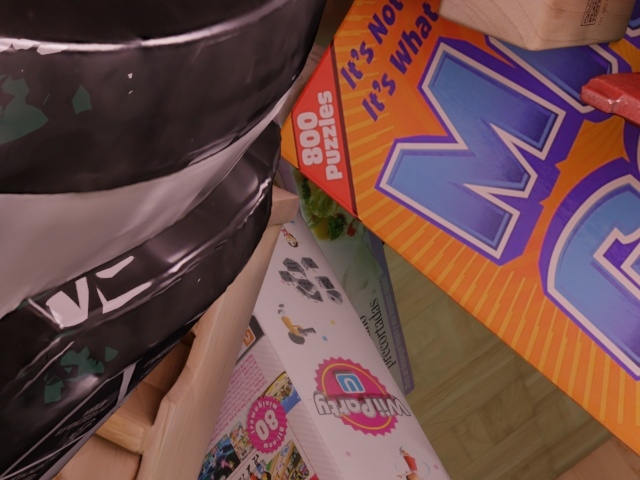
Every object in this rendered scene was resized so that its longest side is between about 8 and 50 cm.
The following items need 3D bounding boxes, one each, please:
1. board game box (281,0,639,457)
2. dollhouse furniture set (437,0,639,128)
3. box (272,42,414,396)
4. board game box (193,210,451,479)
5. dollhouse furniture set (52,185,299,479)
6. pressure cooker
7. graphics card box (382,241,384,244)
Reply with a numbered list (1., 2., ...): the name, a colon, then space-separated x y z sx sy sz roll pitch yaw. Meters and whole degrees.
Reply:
1. board game box: 0.267 -0.106 1.213 0.356 0.356 0.356 -11 136 -57
2. dollhouse furniture set: 0.138 -0.186 0.978 0.152 0.374 0.201 -13 126 -56
3. box: 0.000 0.000 1.360 0.063 0.067 0.324 -38 138 -24
4. board game box: -0.050 0.151 1.231 0.097 0.303 0.224 5 136 -45
5. dollhouse furniture set: -0.199 0.078 1.021 0.394 0.362 0.256 -12 123 -65
6. pressure cooker: -0.236 -0.045 0.637 0.370 0.375 0.420 14 132 -33
7. graphics card box: -0.117 0.095 1.538 0.233 0.094 0.371 -18 151 -40
